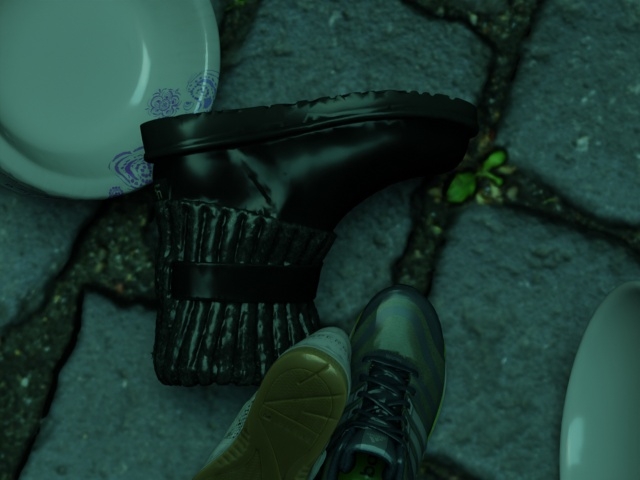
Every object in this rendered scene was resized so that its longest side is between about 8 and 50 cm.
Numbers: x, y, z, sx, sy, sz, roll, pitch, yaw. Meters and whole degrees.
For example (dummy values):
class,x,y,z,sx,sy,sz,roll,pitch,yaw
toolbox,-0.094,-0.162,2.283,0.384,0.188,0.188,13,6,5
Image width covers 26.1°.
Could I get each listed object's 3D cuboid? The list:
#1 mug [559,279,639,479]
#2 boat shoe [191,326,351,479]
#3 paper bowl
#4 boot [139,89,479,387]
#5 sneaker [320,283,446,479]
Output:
class,x,y,z,sx,sy,sz,roll,pitch,yaw
mug,0.406,0.236,1.229,0.328,0.276,0.374,8,102,-10
boat shoe,-0.041,0.194,1.259,0.098,0.096,0.277,34,118,3
paper bowl,-0.251,-0.181,1.349,0.284,0.148,0.284,-1,92,-33
boot,-0.002,0.000,1.327,0.348,0.131,0.260,-7,87,-12
sneaker,0.058,0.181,1.292,0.111,0.121,0.300,10,72,2
